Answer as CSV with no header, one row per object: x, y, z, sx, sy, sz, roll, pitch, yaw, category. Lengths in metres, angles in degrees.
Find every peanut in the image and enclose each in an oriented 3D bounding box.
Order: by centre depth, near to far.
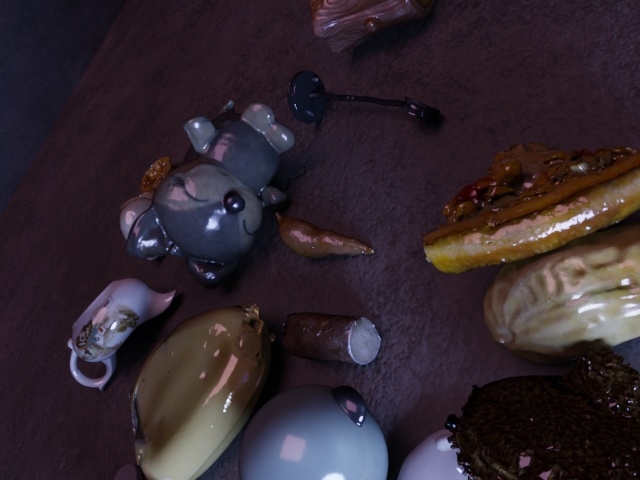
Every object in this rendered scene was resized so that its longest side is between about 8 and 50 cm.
0.315,0.047,0.591,0.305,0.147,0.147,-21,49,33,peanut

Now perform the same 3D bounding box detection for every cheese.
-0.198,0.238,0.970,0.316,0.128,0.259,-51,46,12,cheese

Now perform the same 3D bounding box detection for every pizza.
0.274,-0.068,0.661,0.251,0.074,0.287,-11,25,45,pizza

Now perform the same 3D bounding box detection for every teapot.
-0.451,0.188,1.241,0.298,0.139,0.204,-48,12,10,teapot

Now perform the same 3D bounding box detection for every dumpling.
-0.420,-0.045,1.416,0.155,0.181,0.111,-28,-3,-15,dumpling

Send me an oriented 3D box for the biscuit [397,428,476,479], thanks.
0.167,0.295,0.626,0.208,0.049,0.181,-18,51,36,biscuit

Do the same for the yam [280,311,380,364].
0.013,0.147,0.861,0.141,0.079,0.079,-4,59,43,yam

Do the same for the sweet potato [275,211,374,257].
-0.003,0.006,0.999,0.226,0.068,0.068,20,76,35,sweet potato

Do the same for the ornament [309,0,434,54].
0.109,-0.535,1.183,0.217,0.221,0.235,-5,32,38,ornament

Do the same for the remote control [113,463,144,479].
-0.343,0.512,0.979,0.077,0.022,0.245,-34,42,24,remote control

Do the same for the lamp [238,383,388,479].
-0.007,0.303,0.697,0.197,0.197,0.244,-20,66,34,lamp

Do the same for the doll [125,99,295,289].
-0.222,-0.084,1.202,0.382,0.252,0.378,-58,8,-12,doll

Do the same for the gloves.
0.252,0.213,0.505,0.210,0.135,0.312,-25,36,-30,gloves

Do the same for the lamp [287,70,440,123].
0.076,-0.249,1.113,0.371,0.130,0.109,29,106,37,lamp

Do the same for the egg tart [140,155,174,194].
-0.442,-0.173,1.562,0.130,0.052,0.130,-27,45,30,egg tart
